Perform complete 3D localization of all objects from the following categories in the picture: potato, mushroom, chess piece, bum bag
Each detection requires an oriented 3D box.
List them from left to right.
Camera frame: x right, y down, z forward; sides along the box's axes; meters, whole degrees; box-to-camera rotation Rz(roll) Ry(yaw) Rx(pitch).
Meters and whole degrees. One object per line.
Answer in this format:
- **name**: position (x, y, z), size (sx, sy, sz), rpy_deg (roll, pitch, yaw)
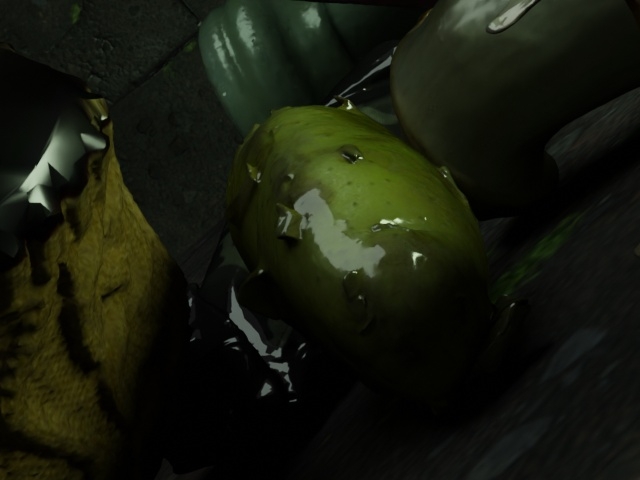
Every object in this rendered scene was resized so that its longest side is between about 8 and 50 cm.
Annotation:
- **bum bag**: position (0.000, 0.000, 0.828), size (0.144, 0.095, 0.340), rpy_deg (-26, 25, 44)
- **potato**: position (0.015, 0.003, 0.616), size (0.090, 0.117, 0.225), rpy_deg (-49, 13, 2)
- **chess piece**: position (0.078, -0.165, 1.171), size (0.299, 0.195, 0.194), rpy_deg (-32, 8, 15)
- **mushroom**: position (0.142, -0.118, 0.634), size (0.328, 0.122, 0.159), rpy_deg (-38, -1, 38)

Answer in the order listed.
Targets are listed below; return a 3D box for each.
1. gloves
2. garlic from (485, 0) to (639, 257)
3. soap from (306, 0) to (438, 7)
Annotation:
- **gloves**: position (-0.145, 0.075, 0.669), size (0.203, 0.155, 0.356), rpy_deg (-60, -5, -35)
- **garlic**: position (0.123, -0.059, 0.452), size (0.124, 0.099, 0.174), rpy_deg (-35, 5, 7)
- **soap**: position (0.121, -0.261, 1.001), size (0.359, 0.128, 0.233), rpy_deg (12, 52, 45)
